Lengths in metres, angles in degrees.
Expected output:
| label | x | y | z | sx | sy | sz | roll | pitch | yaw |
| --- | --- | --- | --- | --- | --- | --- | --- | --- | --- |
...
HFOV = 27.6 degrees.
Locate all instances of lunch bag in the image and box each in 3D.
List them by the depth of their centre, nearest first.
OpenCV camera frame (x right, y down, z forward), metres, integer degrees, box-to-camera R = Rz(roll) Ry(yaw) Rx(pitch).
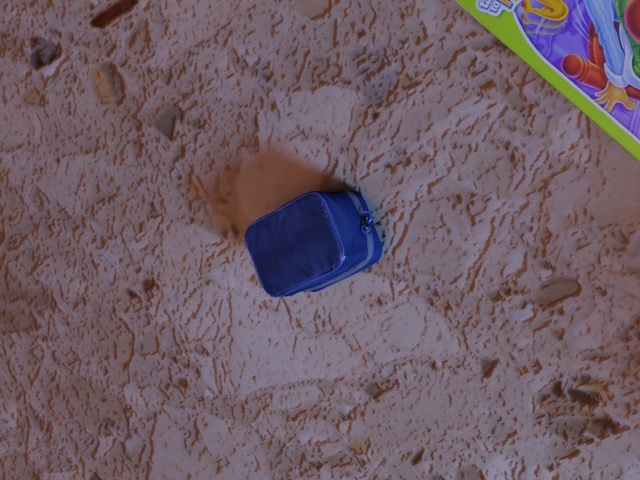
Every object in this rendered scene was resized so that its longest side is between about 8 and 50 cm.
| label | x | y | z | sx | sy | sz | roll | pitch | yaw |
| --- | --- | --- | --- | --- | --- | --- | --- | --- | --- |
| lunch bag | 0.000 | 0.000 | 1.017 | 0.098 | 0.065 | 0.067 | -25 | 79 | 33 |

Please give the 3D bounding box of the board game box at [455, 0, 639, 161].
| label | x | y | z | sx | sy | sz | roll | pitch | yaw |
| --- | --- | --- | --- | --- | --- | --- | --- | --- | --- |
| board game box | 0.268 | -0.219 | 0.790 | 0.233 | 0.078 | 0.347 | 42 | 121 | 9 |
